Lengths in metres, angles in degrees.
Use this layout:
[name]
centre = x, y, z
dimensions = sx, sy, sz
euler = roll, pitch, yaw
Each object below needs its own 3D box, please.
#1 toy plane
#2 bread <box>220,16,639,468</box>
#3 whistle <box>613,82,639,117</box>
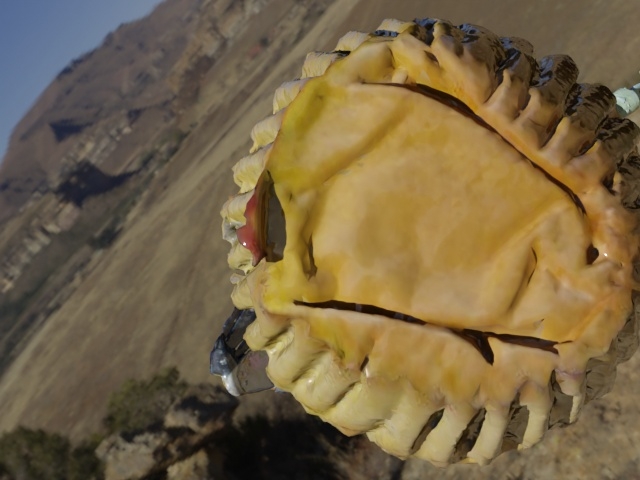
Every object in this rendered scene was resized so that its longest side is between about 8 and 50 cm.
[toy plane]
centre = 0.007, -0.001, 0.847
dimensions = 0.103, 0.204, 0.316
euler = -7, 72, 59
[bread]
centre = 0.076, -0.001, 0.503
dimensions = 0.274, 0.274, 0.149
euler = -49, 4, -4
[whistle]
centre = 0.350, -0.158, 1.041
dimensions = 0.100, 0.035, 0.035
euler = -32, 9, -20
